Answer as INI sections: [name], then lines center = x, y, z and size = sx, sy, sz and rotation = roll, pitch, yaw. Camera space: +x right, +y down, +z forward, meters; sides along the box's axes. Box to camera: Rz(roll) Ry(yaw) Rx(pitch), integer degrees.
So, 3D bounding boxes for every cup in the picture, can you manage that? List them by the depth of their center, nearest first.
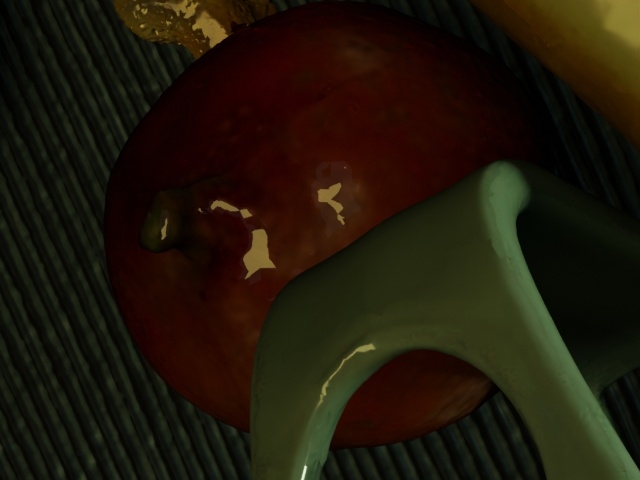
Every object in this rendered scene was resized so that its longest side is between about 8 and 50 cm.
[cup]
center = 0.160, 0.171, 0.484
size = 0.310, 0.392, 0.401
rotation = 0, 100, 21

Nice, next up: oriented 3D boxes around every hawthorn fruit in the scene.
[hawthorn fruit]
center = 0.000, 0.000, 0.628
size = 0.169, 0.188, 0.169
rotation = 7, 103, 31

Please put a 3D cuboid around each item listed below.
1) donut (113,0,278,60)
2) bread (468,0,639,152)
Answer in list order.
[donut]
center = -0.048, -0.072, 0.714
size = 0.067, 0.038, 0.083
rotation = 3, 99, 18
[bread]
center = 0.115, -0.165, 0.497
size = 0.361, 0.245, 0.233
rotation = 39, 108, 4
